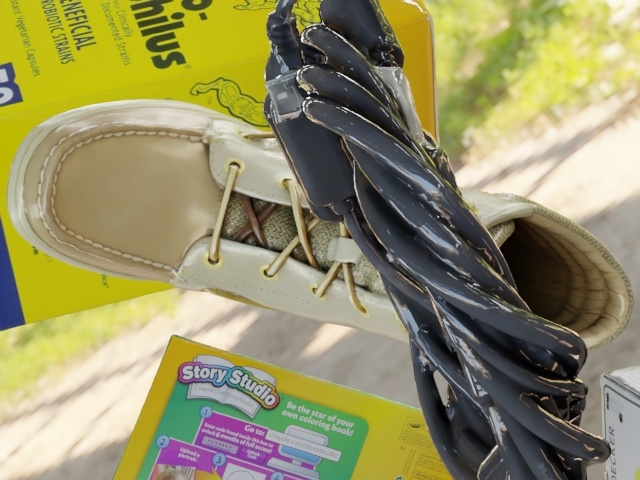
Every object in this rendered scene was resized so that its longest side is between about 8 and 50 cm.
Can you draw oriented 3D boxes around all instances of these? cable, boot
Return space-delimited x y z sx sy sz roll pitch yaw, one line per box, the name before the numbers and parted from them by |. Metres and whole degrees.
cable | 0.042 0.019 0.518 0.047 0.184 0.150 -28 37 -6
boot | 0.000 0.000 0.897 0.203 0.262 0.095 20 95 56

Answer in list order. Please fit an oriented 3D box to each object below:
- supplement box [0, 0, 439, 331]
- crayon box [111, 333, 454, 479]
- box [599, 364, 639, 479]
supplement box | -0.107 -0.101 1.410 0.356 0.195 0.194 -14 41 -10
crayon box | -0.018 0.196 1.475 0.081 0.278 0.165 64 -135 -64
box | 0.386 0.172 1.583 0.290 0.169 0.087 -11 19 -20
